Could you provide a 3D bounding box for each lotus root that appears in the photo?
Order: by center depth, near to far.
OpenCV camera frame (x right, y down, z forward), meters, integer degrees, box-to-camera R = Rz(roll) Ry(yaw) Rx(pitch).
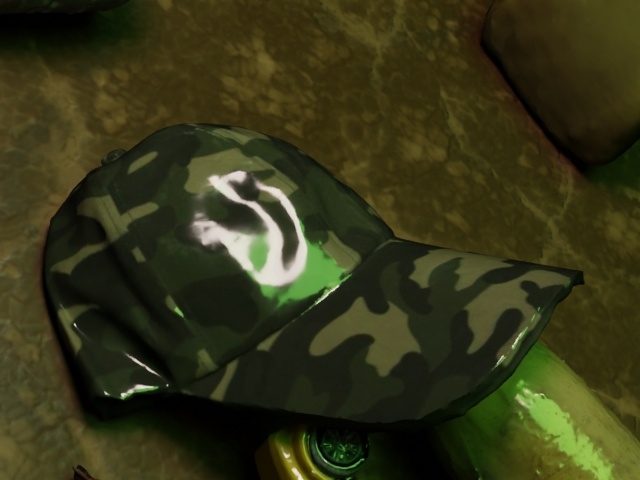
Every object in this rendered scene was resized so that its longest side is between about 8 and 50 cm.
[{"bbox_3d":[0.224,0.222,1.353,0.151,0.169,0.343,-43,89,-3],"label":"lotus root"}]

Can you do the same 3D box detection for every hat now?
[{"bbox_3d":[0.000,0.000,1.263,0.366,0.381,0.257,-46,115,-49],"label":"hat"}]

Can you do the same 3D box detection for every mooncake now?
[{"bbox_3d":[0.383,-0.281,1.769,0.246,0.393,0.394,53,6,5],"label":"mooncake"}]

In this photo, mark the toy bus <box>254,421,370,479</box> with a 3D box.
[{"bbox_3d":[0.041,0.301,1.204,0.123,0.121,0.336,-26,77,-25],"label":"toy bus"}]

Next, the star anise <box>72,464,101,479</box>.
[{"bbox_3d":[-0.145,0.268,1.147,0.158,0.144,0.140,38,1,-17],"label":"star anise"}]

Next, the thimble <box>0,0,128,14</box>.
[{"bbox_3d":[-0.237,-0.317,1.362,0.172,0.205,0.236,-10,66,-40],"label":"thimble"}]
